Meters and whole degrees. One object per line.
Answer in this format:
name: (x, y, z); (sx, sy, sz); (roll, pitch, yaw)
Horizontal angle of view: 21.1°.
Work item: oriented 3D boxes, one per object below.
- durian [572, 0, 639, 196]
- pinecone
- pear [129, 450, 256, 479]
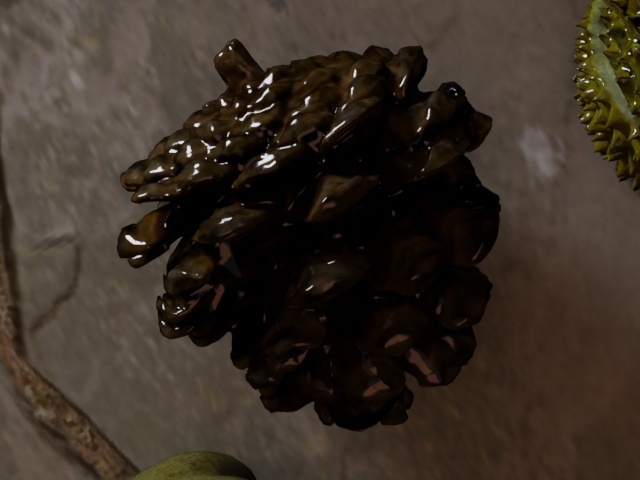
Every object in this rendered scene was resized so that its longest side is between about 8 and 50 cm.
durian: (0.280, -0.093, 1.093); (0.237, 0.138, 0.193); (7, 98, 4)
pinecone: (0.007, -0.011, 1.090); (0.243, 0.243, 0.257); (-45, 122, 9)
pear: (-0.073, 0.223, 1.151); (0.137, 0.167, 0.167); (-37, 93, -17)
